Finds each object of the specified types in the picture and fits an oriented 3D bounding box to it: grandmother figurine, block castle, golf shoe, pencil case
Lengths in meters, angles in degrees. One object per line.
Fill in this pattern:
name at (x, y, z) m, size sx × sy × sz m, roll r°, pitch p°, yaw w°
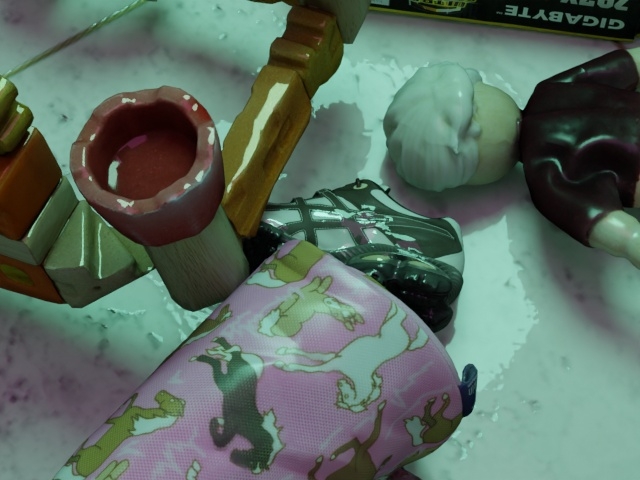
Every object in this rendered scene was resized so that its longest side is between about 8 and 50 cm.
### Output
grandmother figurine at (0.210, -0.056, 1.196) m, size 0.342 × 0.104 × 0.208 m, roll 8°, pitch 37°, yaw 7°
block castle at (-0.215, -0.160, 1.137) m, size 0.453 × 0.213 × 0.303 m, roll 17°, pitch 65°, yaw 21°
golf shoe at (0.000, 0.000, 1.187) m, size 0.198 × 0.077 × 0.094 m, roll 17°, pitch 48°, yaw 7°
pencil case at (-0.081, 0.180, 1.040) m, size 0.167 × 0.160 × 0.386 m, roll 43°, pitch 70°, yaw 4°

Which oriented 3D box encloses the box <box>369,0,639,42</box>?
box at (0.127, -0.313, 1.328) m, size 0.257 × 0.079 × 0.322 m, roll 6°, pitch 64°, yaw 5°
